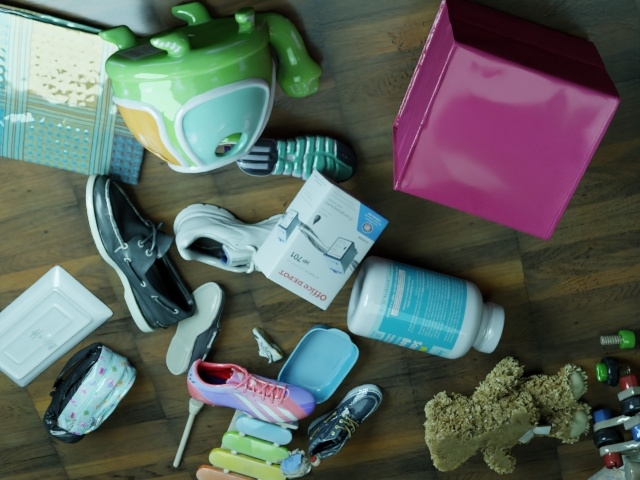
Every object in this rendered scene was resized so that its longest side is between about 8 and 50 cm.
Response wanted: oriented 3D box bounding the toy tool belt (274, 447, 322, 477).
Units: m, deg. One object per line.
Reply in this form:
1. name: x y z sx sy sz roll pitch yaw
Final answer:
1. toy tool belt: -0.044 0.427 2.022 0.083 0.052 0.051 -29 121 30

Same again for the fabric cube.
1. fabric cube: 0.274 -0.197 1.632 0.258 0.259 0.254 17 119 -6

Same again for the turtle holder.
1. turtle holder: -0.174 -0.247 1.640 0.243 0.320 0.228 4 117 31

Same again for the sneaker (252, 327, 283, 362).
1. sneaker: -0.108 0.202 1.996 0.037 0.032 0.083 -32 114 18

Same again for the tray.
1. tray: -0.537 0.173 1.992 0.270 0.030 0.145 -38 113 20

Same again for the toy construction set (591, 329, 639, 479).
1. toy construction set: 0.653 0.354 1.925 0.237 0.309 0.258 -3 128 -3

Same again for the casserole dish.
1. casserole dish: -0.005 0.233 2.008 0.114 0.037 0.188 26 118 -13

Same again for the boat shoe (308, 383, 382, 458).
1. boat shoe: 0.050 0.360 2.051 0.183 0.083 0.065 -40 112 21

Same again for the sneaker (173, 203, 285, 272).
1. sneaker: -0.114 0.017 1.835 0.297 0.129 0.111 4 117 -2

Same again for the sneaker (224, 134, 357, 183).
1. sneaker: -0.049 -0.148 1.782 0.223 0.098 0.083 6 102 -27

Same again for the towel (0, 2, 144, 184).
1. towel: -0.464 -0.248 1.747 0.370 0.040 0.272 12 120 -8

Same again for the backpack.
1. backpack: -0.438 0.286 2.000 0.115 0.152 0.182 35 103 -23

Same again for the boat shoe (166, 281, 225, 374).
1. boat shoe: -0.224 0.163 1.973 0.065 0.075 0.206 0 125 -50

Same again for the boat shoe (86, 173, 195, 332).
1. boat shoe: -0.306 0.021 1.838 0.113 0.127 0.340 -7 122 14

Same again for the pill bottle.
1. pill bottle: 0.190 0.127 1.879 0.264 0.146 0.146 15 119 -6

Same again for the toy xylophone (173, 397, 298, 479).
1. toy xylophone: -0.173 0.437 2.103 0.236 0.081 0.323 11 119 -4

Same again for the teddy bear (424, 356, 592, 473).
1. teddy bear: 0.362 0.336 2.031 0.337 0.113 0.245 -27 123 7

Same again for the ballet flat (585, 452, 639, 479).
1. ballet flat: 0.679 0.446 2.089 0.315 0.107 0.106 -4 100 -2

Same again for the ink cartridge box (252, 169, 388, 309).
1. ink cartridge box: 0.000 0.000 1.763 0.139 0.082 0.191 31 97 -32

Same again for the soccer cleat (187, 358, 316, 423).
1. soccer cleat: -0.129 0.280 1.967 0.247 0.083 0.095 11 140 2
